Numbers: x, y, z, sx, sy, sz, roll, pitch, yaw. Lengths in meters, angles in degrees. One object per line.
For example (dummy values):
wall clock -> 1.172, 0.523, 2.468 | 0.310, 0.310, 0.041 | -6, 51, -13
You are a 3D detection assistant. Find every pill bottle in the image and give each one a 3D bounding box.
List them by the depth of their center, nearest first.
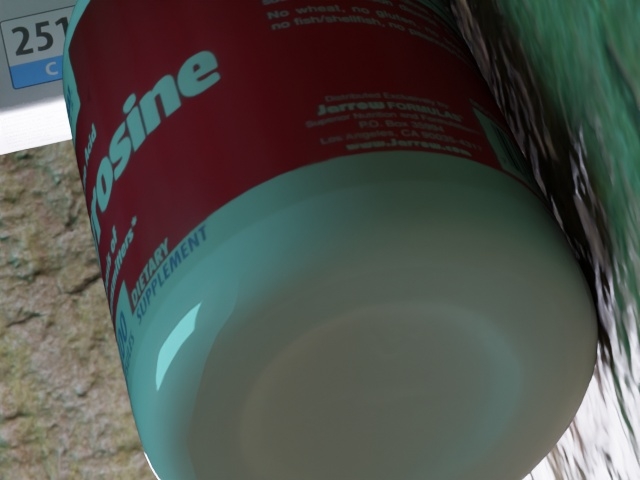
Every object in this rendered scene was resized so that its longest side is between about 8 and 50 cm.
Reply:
pill bottle -> -0.018, -0.050, 1.009 | 0.407, 0.229, 0.229 | -110, 9, -47

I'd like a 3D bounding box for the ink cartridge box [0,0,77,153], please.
ink cartridge box -> -0.135, -0.215, 1.385 | 0.066, 0.296, 0.261 | 90, 165, -64
